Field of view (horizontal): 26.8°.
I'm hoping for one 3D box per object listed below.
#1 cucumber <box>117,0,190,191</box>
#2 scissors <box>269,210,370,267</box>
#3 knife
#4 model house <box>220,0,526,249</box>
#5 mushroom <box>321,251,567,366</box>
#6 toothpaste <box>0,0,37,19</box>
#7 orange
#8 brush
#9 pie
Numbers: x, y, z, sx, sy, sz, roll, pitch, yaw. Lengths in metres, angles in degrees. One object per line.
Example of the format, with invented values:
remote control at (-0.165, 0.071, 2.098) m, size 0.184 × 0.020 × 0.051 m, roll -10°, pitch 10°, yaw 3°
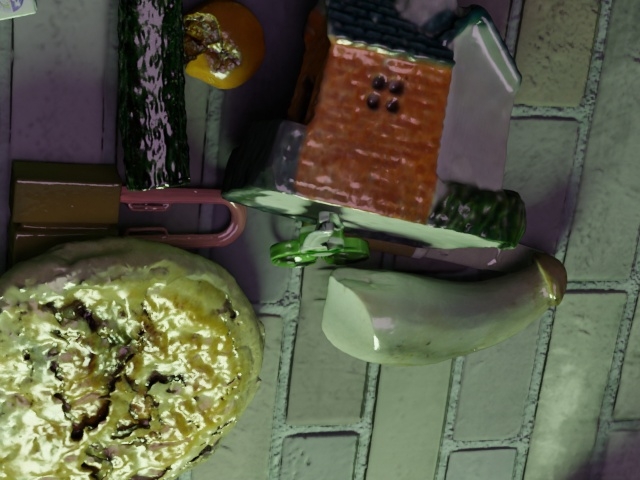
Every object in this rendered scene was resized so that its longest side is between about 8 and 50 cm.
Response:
cucumber at (-0.153, -0.190, 1.216) m, size 0.067 × 0.067 × 0.294 m, roll -4°, pitch 103°, yaw -15°
scissors at (0.000, 0.000, 1.283) m, size 0.101 × 0.204 × 0.027 m, roll -5°, pitch 80°, yaw -1°
knife at (0.121, 0.002, 1.415) m, size 0.297 × 0.017 × 0.047 m, roll 11°, pitch 108°, yaw -21°
model house at (0.072, -0.150, 1.272) m, size 0.271 × 0.190 × 0.301 m, roll 12°, pitch 91°, yaw -17°
mushroom at (0.133, 0.073, 1.408) m, size 0.270 × 0.103 × 0.118 m, roll -6°, pitch 133°, yaw -24°
toothpaste at (-0.415, -0.207, 1.135) m, size 0.336 × 0.067 × 0.081 m, roll -13°, pitch 119°, yaw -11°
orange at (-0.089, -0.181, 1.248) m, size 0.086 × 0.062 × 0.086 m, roll -8°, pitch 116°, yaw -17°
brush at (-0.182, -0.019, 1.298) m, size 0.233 × 0.047 × 0.103 m, roll 0°, pitch 114°, yaw -20°
pie at (-0.210, 0.135, 1.315) m, size 0.339 × 0.077 × 0.339 m, roll -11°, pitch 126°, yaw -15°
